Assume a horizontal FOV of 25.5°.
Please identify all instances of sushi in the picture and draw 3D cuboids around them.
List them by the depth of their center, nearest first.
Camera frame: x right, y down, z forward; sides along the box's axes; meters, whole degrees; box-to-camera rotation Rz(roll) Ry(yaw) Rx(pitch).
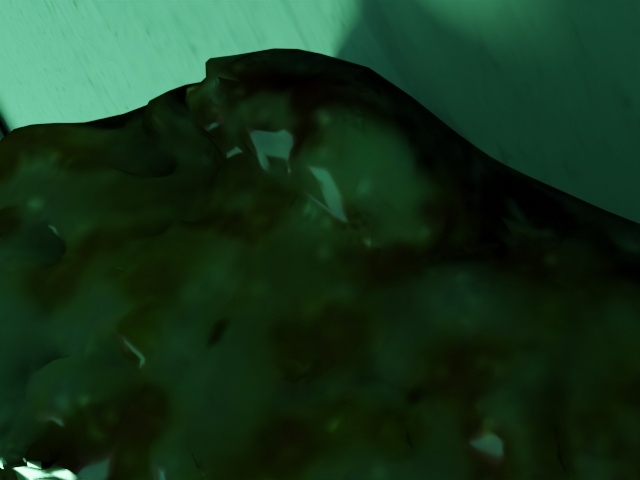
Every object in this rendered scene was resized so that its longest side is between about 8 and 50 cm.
[{"bbox_3d":[0.030,0.124,0.483,0.417,0.176,0.417,27,150,17],"label":"sushi"}]

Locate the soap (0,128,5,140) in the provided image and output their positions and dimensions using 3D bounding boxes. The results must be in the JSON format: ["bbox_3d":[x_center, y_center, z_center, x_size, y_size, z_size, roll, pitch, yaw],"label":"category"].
[{"bbox_3d":[-0.413,-0.085,1.445,0.258,0.159,0.302,33,150,54],"label":"soap"}]
